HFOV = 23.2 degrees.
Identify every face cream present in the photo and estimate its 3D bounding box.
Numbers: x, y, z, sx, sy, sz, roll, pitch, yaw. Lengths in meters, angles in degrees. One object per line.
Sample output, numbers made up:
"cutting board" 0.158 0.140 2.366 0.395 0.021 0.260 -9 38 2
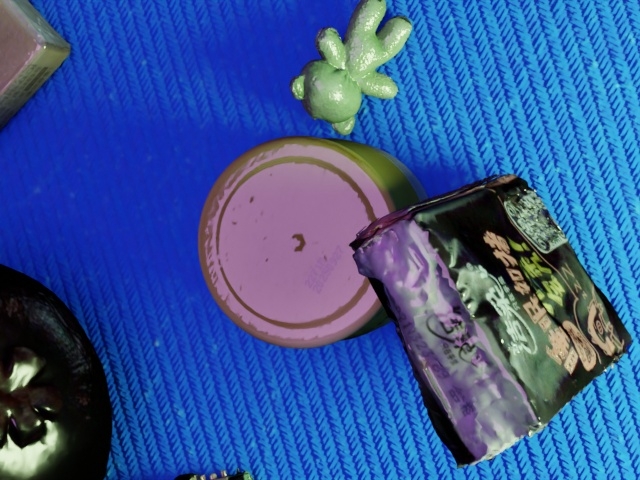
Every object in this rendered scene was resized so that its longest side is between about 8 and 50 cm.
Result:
"face cream" 0.000 0.000 1.646 0.218 0.179 0.218 0 92 16

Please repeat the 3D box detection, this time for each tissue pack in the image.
"tissue pack" 0.167 0.062 1.522 0.123 0.332 0.245 -35 84 27

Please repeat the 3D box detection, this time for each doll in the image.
"doll" 0.034 -0.194 1.697 0.115 0.077 0.150 40 91 -26

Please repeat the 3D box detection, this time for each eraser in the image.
"eraser" -0.455 -0.152 1.828 0.343 0.078 0.144 -45 79 14

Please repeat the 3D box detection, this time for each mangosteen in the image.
"mangosteen" -0.438 0.201 1.710 0.435 0.382 0.382 -22 84 49

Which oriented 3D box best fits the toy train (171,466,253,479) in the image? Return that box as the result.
"toy train" -0.181 0.314 1.773 0.250 0.053 0.085 -14 82 16
